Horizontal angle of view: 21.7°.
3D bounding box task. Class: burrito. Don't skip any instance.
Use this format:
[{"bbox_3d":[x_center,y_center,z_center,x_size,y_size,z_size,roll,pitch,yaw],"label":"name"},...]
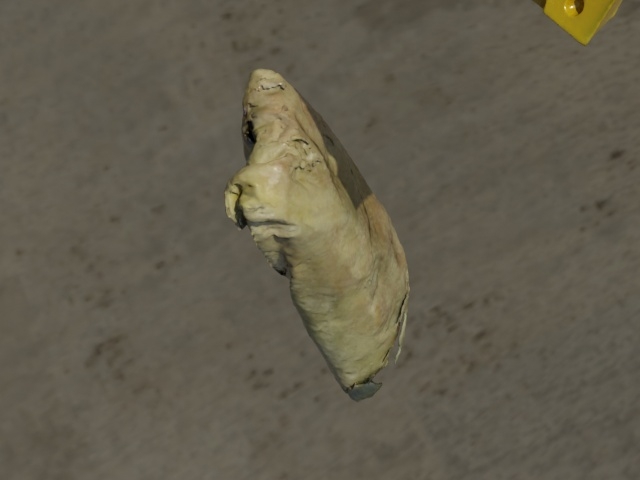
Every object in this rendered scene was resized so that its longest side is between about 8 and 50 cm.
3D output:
[{"bbox_3d":[0.005,-0.009,1.663,0.107,0.175,0.348,1,141,30],"label":"burrito"}]

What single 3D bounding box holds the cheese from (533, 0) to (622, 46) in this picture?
[{"bbox_3d":[0.164,-0.240,1.260,0.171,0.126,0.093,36,115,6],"label":"cheese"}]
